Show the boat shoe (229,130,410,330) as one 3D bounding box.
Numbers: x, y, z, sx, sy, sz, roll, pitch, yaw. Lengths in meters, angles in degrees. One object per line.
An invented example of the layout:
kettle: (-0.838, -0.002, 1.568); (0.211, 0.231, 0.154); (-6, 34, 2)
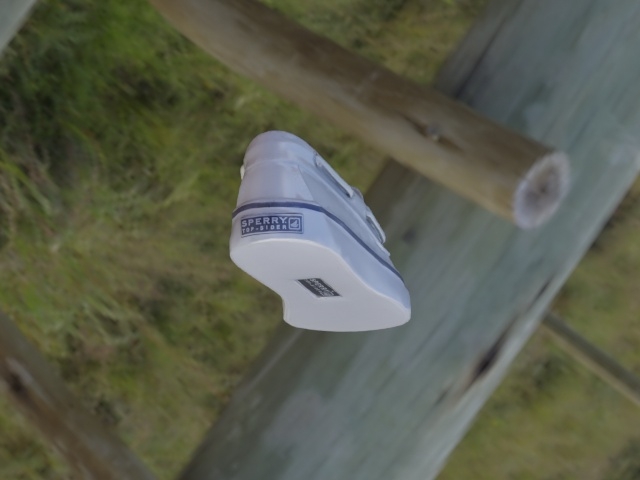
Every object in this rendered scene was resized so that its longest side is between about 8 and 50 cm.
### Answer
boat shoe: (0.000, 0.000, 1.069); (0.267, 0.096, 0.088); (41, 47, -64)
